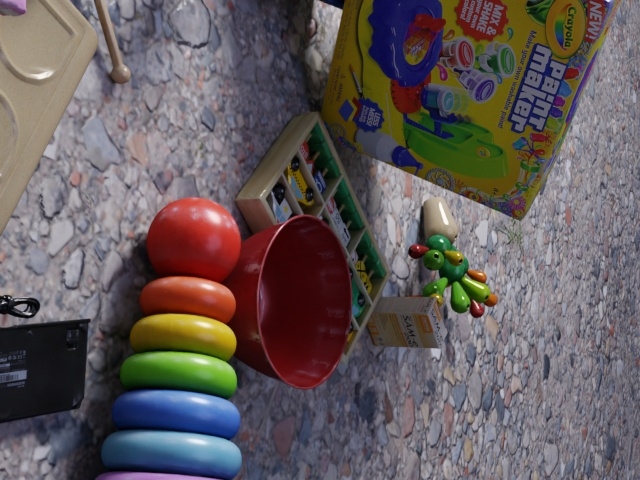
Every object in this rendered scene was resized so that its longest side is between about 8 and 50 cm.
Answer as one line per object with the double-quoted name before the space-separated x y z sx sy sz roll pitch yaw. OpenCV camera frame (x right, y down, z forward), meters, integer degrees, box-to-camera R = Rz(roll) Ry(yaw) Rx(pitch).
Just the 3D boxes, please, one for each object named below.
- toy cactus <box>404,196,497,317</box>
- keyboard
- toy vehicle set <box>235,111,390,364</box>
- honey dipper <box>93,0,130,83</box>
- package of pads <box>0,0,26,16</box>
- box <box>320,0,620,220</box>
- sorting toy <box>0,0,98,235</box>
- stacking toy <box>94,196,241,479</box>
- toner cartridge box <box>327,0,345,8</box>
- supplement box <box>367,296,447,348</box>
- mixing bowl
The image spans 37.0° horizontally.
"toy cactus" 0.180 0.027 1.410 0.219 0.112 0.180 22 51 -53
"keyboard" -0.255 0.090 0.757 0.180 0.023 0.108 0 95 -59
"toy vehicle set" 0.000 0.000 1.155 0.166 0.035 0.266 -61 137 -40
"honey dipper" -0.199 -0.218 0.857 0.030 0.030 0.160 -45 129 -50
"package of pads" -0.242 -0.210 0.704 0.050 0.032 0.083 -1 92 -65
"box" 0.178 -0.229 1.125 0.177 0.279 0.290 -50 159 -47
"sorting toy" -0.289 -0.106 0.701 0.229 0.041 0.307 55 45 -48
"stacking toy" -0.123 0.118 0.870 0.141 0.141 0.330 31 59 -53
"toner cartridge box" 0.052 -0.442 1.074 0.165 0.075 0.347 -3 117 -66
"supplement box" 0.112 0.109 1.270 0.036 0.098 0.062 -55 132 -44
"mixing bowl" -0.052 0.064 1.010 0.181 0.098 0.181 2 88 -58
